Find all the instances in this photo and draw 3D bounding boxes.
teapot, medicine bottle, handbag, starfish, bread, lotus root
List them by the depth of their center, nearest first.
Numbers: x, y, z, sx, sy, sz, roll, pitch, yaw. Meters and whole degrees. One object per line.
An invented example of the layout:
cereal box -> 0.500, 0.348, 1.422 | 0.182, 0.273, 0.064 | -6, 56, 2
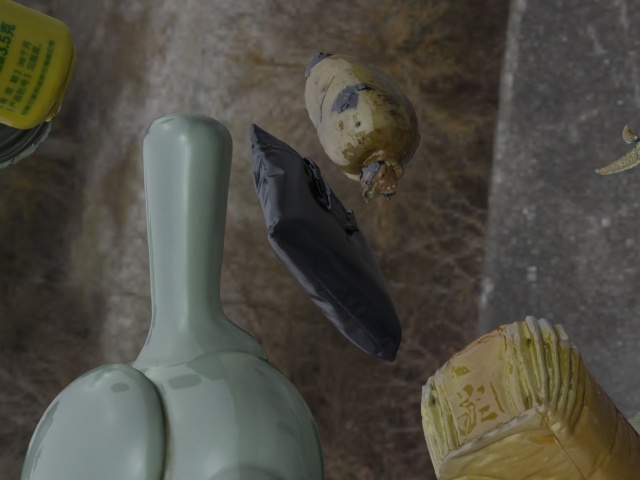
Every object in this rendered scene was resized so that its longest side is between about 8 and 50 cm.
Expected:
teapot -> -0.099, 0.104, 0.776 | 0.220, 0.149, 0.318 | -33, 49, 35
bread -> 0.208, 0.205, 1.068 | 0.152, 0.288, 0.119 | -31, 29, 19
medicine bottle -> -0.370, -0.192, 1.100 | 0.076, 0.309, 0.111 | 30, 100, 56
handbag -> 0.000, 0.000, 1.426 | 0.088, 0.254, 0.211 | -31, 38, 15
starfish -> 0.451, -0.129, 1.653 | 0.053, 0.176, 0.208 | 57, -173, -14
lotus root -> 0.059, -0.175, 1.757 | 0.257, 0.140, 0.154 | 61, -176, 32

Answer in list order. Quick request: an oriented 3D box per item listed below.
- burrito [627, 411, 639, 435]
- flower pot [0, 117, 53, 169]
burrito -> 0.396, 0.295, 1.375 | 0.135, 0.332, 0.190 | -21, 94, 44
flower pot -> -0.465, -0.213, 1.618 | 0.140, 0.235, 0.236 | 121, 145, -73
